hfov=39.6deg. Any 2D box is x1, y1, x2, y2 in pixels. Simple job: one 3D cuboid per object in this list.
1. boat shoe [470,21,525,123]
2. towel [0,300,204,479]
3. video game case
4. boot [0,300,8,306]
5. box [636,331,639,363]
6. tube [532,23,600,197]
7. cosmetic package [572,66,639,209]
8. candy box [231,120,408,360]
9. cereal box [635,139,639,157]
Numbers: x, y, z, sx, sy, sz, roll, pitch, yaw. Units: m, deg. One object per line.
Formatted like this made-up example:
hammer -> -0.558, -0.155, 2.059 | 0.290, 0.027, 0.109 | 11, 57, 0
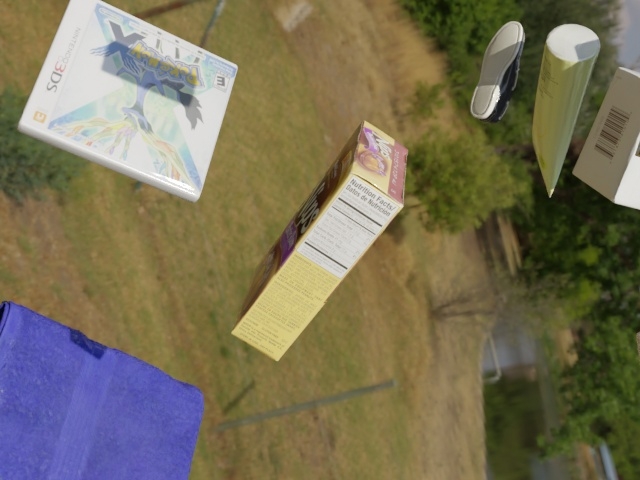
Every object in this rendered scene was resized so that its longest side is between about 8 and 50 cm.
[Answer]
boat shoe -> 0.224, -0.205, 1.097 | 0.038, 0.046, 0.125 | 15, 93, -41
towel -> -0.293, 0.234, 1.081 | 0.308, 0.076, 0.228 | 32, 56, -34
video game case -> -0.332, -0.259, 1.594 | 0.328, 0.036, 0.300 | 23, 62, -20
boot -> -0.570, 0.152, 1.360 | 0.246, 0.083, 0.161 | 27, 60, -61
box -> 0.412, 0.230, 0.844 | 0.121, 0.147, 0.311 | 175, -93, -74
tube -> 0.292, -0.158, 1.104 | 0.070, 0.062, 0.240 | -51, 157, -24
cosmetic package -> 0.676, -0.147, 1.582 | 0.156, 0.384, 0.217 | -118, -138, -63
candy box -> 0.000, 0.000, 0.751 | 0.053, 0.187, 0.109 | 33, 28, -10
cereal box -> 0.416, -0.167, 0.922 | 0.240, 0.047, 0.173 | -102, -149, -87
